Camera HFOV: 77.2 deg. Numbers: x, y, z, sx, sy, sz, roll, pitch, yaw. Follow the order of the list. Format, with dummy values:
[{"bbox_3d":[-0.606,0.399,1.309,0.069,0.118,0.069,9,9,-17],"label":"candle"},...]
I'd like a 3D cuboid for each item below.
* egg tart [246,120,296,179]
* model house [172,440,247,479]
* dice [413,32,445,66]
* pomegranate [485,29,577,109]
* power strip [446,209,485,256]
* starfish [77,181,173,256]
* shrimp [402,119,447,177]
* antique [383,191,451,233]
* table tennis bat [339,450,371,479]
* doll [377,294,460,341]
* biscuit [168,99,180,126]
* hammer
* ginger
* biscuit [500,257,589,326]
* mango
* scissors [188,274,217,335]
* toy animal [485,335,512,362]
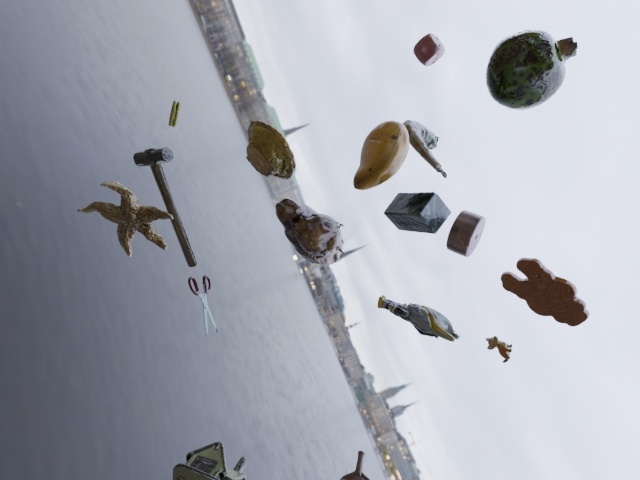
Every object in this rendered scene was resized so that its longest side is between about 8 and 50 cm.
[{"bbox_3d":[-0.192,-0.312,1.440,0.241,0.106,0.241,36,-26,21],"label":"egg tart"},{"bbox_3d":[-0.339,0.781,1.369,0.279,0.205,0.218,-35,135,-65],"label":"model house"},{"bbox_3d":[0.442,-0.775,1.632,0.093,0.091,0.094,-35,-94,41],"label":"dice"},{"bbox_3d":[0.677,-0.556,1.297,0.254,0.271,0.254,28,54,-47],"label":"pomegranate"},{"bbox_3d":[0.497,-0.025,1.370,0.078,0.154,0.154,25,-29,30],"label":"power strip"},{"bbox_3d":[-0.518,-0.050,1.095,0.062,0.278,0.235,-77,168,-60],"label":"starfish"},{"bbox_3d":[0.359,-0.345,1.401,0.185,0.068,0.287,33,28,-20],"label":"shrimp"},{"bbox_3d":[0.276,-0.083,1.181,0.088,0.086,0.183,44,-14,-22],"label":"antique"},{"bbox_3d":[0.105,0.696,1.110,0.169,0.108,0.119,-66,153,-52],"label":"table tennis bat"},{"bbox_3d":[0.366,0.288,1.498,0.317,0.103,0.145,21,-20,18],"label":"doll"},{"bbox_3d":[-0.467,-0.405,1.283,0.084,0.023,0.083,-35,-130,55],"label":"biscuit"},{"bbox_3d":[-0.429,-0.088,1.172,0.043,0.111,0.365,-51,132,-57],"label":"hammer"},{"bbox_3d":[0.000,0.000,1.477,0.254,0.176,0.418,37,-6,28],"label":"ginger"},{"bbox_3d":[0.901,0.209,1.604,0.334,0.047,0.202,40,-44,16],"label":"biscuit"},{"bbox_3d":[0.184,-0.249,1.199,0.157,0.262,0.109,0,-32,46],"label":"mango"},{"bbox_3d":[-0.471,0.264,1.642,0.144,0.017,0.247,5,69,-73],"label":"scissors"},{"bbox_3d":[0.579,0.352,1.311,0.060,0.083,0.081,-38,138,-55],"label":"toy animal"}]
